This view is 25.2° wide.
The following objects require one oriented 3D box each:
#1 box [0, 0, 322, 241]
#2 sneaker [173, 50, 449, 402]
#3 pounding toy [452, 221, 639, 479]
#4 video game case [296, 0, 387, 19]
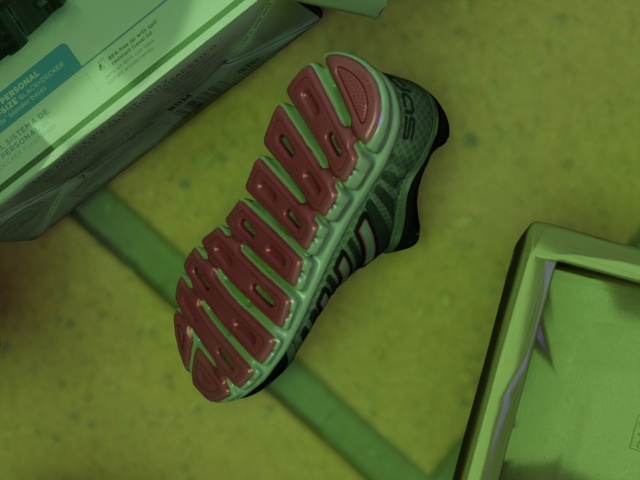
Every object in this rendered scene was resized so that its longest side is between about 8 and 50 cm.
[{"bbox_3d":[-0.153,-0.161,0.583,0.169,0.087,0.290,-35,84,10],"label":"box"},{"bbox_3d":[0.000,0.000,0.585,0.063,0.075,0.170,47,123,31],"label":"sneaker"},{"bbox_3d":[0.137,0.118,0.540,0.181,0.094,0.206,15,86,5],"label":"pounding toy"},{"bbox_3d":[-0.072,-0.234,0.508,0.244,0.061,0.269,11,73,-10],"label":"video game case"}]
